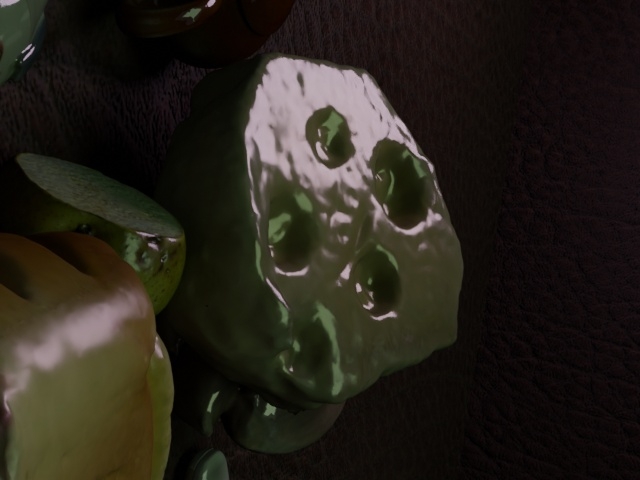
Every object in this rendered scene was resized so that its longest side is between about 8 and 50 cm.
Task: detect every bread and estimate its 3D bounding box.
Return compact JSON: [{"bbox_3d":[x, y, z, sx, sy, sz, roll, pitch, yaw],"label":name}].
[{"bbox_3d":[-0.201,0.138,0.507,0.270,0.211,0.316,-42,143,-73],"label":"bread"}]

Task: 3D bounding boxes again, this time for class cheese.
[{"bbox_3d":[0.000,0.000,0.824,0.326,0.115,0.318,47,44,-28],"label":"cheese"}]

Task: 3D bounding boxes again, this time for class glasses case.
[{"bbox_3d":[-0.120,0.295,1.006,0.063,0.041,0.164,-34,129,-66],"label":"glasses case"}]

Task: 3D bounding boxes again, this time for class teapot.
[{"bbox_3d":[-0.078,-0.223,0.796,0.252,0.135,0.178,-58,145,-51],"label":"teapot"}]

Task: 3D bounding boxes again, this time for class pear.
[{"bbox_3d":[-0.166,0.011,0.663,0.104,0.141,0.141,-63,161,7],"label":"pear"}]

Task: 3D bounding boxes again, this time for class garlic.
[{"bbox_3d":[-0.057,0.070,0.938,0.279,0.132,0.325,49,49,-35],"label":"garlic"}]

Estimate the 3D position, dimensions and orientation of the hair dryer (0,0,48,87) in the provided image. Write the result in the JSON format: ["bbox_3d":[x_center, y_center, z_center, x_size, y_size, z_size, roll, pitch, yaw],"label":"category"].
[{"bbox_3d":[-0.159,-0.207,0.525,0.298,0.119,0.296,-55,-168,19],"label":"hair dryer"}]
